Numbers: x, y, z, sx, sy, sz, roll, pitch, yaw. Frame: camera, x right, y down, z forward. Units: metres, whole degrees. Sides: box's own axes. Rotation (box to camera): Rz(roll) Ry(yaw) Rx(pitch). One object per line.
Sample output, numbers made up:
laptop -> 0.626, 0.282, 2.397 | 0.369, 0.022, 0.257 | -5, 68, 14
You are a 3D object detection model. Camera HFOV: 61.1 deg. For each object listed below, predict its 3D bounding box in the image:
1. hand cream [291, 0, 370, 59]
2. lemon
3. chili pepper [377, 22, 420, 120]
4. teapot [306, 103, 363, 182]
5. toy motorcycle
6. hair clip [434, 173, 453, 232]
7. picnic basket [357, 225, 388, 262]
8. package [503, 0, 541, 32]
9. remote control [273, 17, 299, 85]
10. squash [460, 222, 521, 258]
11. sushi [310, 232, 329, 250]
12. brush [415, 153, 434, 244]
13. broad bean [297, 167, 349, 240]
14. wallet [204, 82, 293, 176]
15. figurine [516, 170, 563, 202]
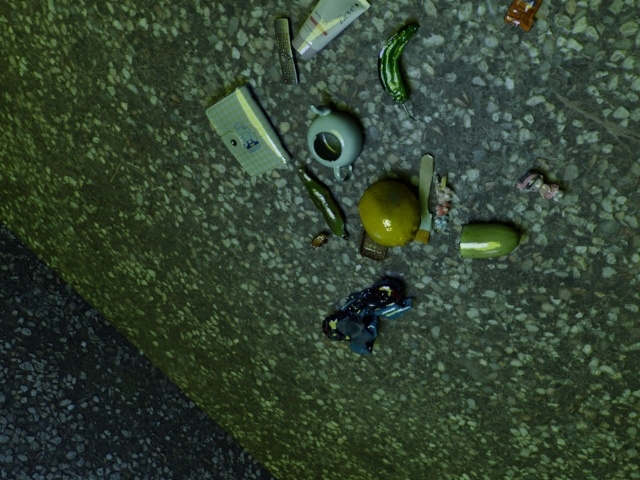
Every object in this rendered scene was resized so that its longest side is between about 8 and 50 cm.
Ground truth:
hand cream -> 0.023, -0.657, 1.624 | 0.133, 0.083, 0.248 | 43, 122, -7
lemon -> 0.230, -0.090, 1.793 | 0.260, 0.204, 0.204 | 62, 139, 30
chili pepper -> 0.234, -0.498, 1.615 | 0.122, 0.065, 0.278 | 9, 121, 28
teapot -> 0.044, -0.328, 1.793 | 0.193, 0.129, 0.294 | -4, 119, 32
toy motorcycle -> 0.198, 0.312, 2.139 | 0.232, 0.172, 0.416 | 42, 123, -11
hair clip -> 0.404, -0.118, 1.790 | 0.056, 0.062, 0.213 | 28, 133, 50
picnic basket -> 0.201, -0.012, 1.971 | 0.110, 0.055, 0.193 | 21, 128, 14
package -> 0.532, -0.600, 1.403 | 0.077, 0.033, 0.110 | 24, 135, 0
remote control -> -0.109, -0.608, 1.755 | 0.059, 0.028, 0.212 | 5, 124, 21
squash -> 0.551, 0.000, 1.754 | 0.187, 0.123, 0.123 | -3, 119, 26
sushi -> 0.000, 0.000, 2.092 | 0.047, 0.050, 0.099 | 47, 137, 1
brush -> 0.348, -0.137, 1.829 | 0.086, 0.020, 0.336 | 15, 126, 21
broad bean -> 0.021, -0.128, 1.986 | 0.077, 0.061, 0.339 | -14, 114, 48
wallet -> -0.264, -0.388, 1.965 | 0.223, 0.077, 0.309 | -19, 111, 33
figurine -> 0.660, -0.161, 1.625 | 0.129, 0.054, 0.072 | 27, 145, 1
